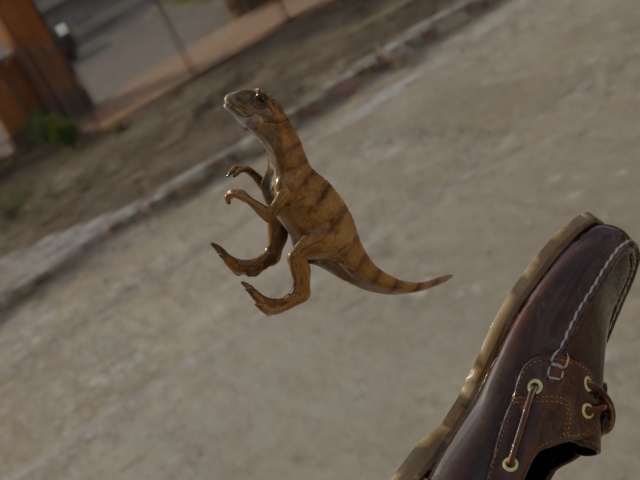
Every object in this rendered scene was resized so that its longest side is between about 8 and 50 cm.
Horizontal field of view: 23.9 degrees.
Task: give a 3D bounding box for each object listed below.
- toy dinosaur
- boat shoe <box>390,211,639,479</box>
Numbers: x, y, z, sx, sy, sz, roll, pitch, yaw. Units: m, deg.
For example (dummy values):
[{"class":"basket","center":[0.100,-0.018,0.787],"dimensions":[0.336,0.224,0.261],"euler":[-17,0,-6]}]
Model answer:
[{"class":"toy dinosaur","center":[0.000,0.000,0.948],"dimensions":[0.112,0.211,0.064],"euler":[-39,31,-1]},{"class":"boat shoe","center":[0.102,0.086,0.719],"dimensions":[0.073,0.073,0.207],"euler":[27,81,34]}]
